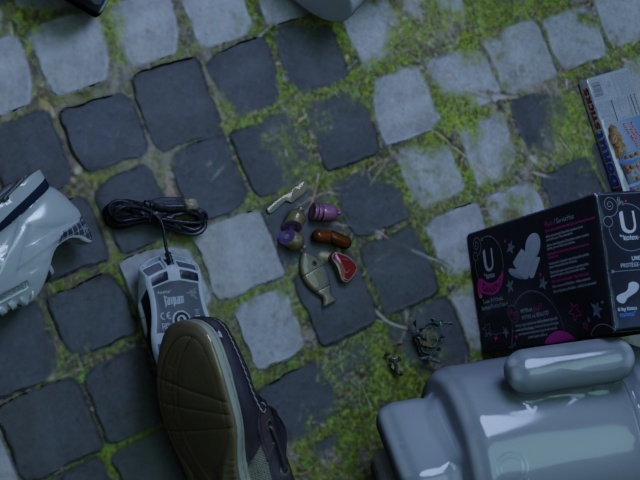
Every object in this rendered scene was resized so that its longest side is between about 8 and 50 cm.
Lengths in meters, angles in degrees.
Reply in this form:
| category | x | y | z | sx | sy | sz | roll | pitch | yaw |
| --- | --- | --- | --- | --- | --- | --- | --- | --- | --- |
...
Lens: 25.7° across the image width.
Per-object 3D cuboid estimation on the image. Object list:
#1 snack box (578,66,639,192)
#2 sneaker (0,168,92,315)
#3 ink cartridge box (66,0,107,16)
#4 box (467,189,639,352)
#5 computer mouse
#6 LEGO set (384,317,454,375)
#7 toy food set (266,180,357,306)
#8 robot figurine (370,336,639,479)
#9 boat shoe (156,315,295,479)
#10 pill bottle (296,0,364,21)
| category | x | y | z | sx | sy | sz | roll | pitch | yaw |
| --- | --- | --- | --- | --- | --- | --- | --- | --- | --- |
| snack box | 0.360 | -0.111 | 1.651 | 0.064 | 0.022 | 0.178 | -18 | 90 | -26 |
| sneaker | -0.314 | 0.040 | 1.300 | 0.235 | 0.090 | 0.095 | -47 | 111 | -21 |
| ink cartridge box | -0.208 | -0.421 | 1.362 | 0.176 | 0.069 | 0.371 | 28 | 87 | -13 |
| box | 0.291 | 0.033 | 1.475 | 0.163 | 0.247 | 0.142 | -4 | 83 | -25 |
| computer mouse | -0.153 | 0.051 | 1.392 | 0.106 | 0.042 | 0.193 | -4 | 78 | -29 |
| LEGO set | 0.106 | 0.112 | 1.510 | 0.083 | 0.023 | 0.054 | -15 | 87 | -12 |
| toy food set | 0.000 | 0.000 | 1.476 | 0.078 | 0.019 | 0.122 | -38 | 98 | -24 |
| robot figurine | 0.234 | 0.213 | 1.432 | 0.353 | 0.300 | 0.200 | -8 | 47 | -12 |
| boat shoe | -0.079 | 0.196 | 1.358 | 0.092 | 0.103 | 0.285 | -30 | 113 | -42 |
| pill bottle | 0.058 | -0.346 | 1.491 | 0.131 | 0.131 | 0.229 | 44 | 68 | -13 |
